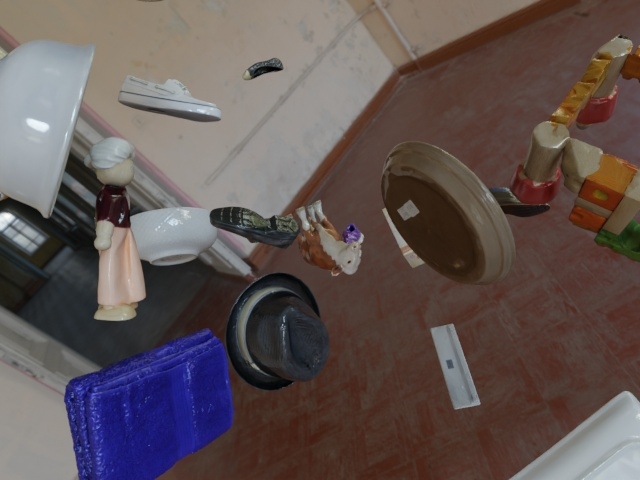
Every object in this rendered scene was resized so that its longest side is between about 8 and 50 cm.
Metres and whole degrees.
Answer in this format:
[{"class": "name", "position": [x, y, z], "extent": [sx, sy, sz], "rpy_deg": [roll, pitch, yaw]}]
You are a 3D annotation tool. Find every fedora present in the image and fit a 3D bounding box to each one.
[{"class": "fedora", "position": [-0.078, 0.250, 1.135], "extent": [0.153, 0.334, 0.334], "rpy_deg": [10, 57, 48]}]

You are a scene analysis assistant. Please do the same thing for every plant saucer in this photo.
[{"class": "plant saucer", "position": [0.191, -0.033, 0.720], "extent": [0.041, 0.277, 0.278], "rpy_deg": [-36, 24, -13]}]

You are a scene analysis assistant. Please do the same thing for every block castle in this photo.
[{"class": "block castle", "position": [0.586, -0.107, 0.714], "extent": [0.454, 0.212, 0.303], "rpy_deg": [33, 76, 27]}]

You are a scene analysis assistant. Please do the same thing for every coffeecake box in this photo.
[{"class": "coffeecake box", "position": [0.289, -0.018, 1.480], "extent": [0.068, 0.142, 0.185], "rpy_deg": [-27, 61, 13]}]

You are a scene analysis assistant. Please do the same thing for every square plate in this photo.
[{"class": "square plate", "position": [0.448, 0.464, 0.638], "extent": [0.348, 0.343, 0.049], "rpy_deg": [-31, -11, -10]}]

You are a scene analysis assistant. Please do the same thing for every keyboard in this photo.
[{"class": "keyboard", "position": [0.385, 0.357, 1.270], "extent": [0.072, 0.014, 0.255], "rpy_deg": [-18, 45, 12]}]

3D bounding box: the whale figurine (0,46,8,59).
[{"class": "whale figurine", "position": [-0.641, -0.307, 0.727], "extent": [0.217, 0.271, 0.141], "rpy_deg": [-4, 41, 34]}]

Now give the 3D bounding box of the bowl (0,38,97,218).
[{"class": "bowl", "position": [-0.463, -0.194, 0.695], "extent": [0.298, 0.134, 0.297], "rpy_deg": [-30, 52, 49]}]

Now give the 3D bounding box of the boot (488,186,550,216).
[{"class": "boot", "position": [0.644, -0.138, 1.460], "extent": [0.220, 0.082, 0.106], "rpy_deg": [-2, 59, 36]}]

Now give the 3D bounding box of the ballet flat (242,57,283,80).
[{"class": "ballet flat", "position": [-0.219, -0.651, 1.674], "extent": [0.173, 0.049, 0.057], "rpy_deg": [-31, -10, -20]}]

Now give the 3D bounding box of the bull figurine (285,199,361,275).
[{"class": "bull figurine", "position": [0.000, 0.000, 1.104], "extent": [0.101, 0.188, 0.310], "rpy_deg": [-24, 3, -17]}]

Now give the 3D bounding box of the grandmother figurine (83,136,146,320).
[{"class": "grandmother figurine", "position": [-0.401, -0.029, 0.861], "extent": [0.208, 0.104, 0.341], "rpy_deg": [16, 106, 60]}]

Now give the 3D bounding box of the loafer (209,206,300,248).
[{"class": "loafer", "position": [-0.127, -0.018, 0.826], "extent": [0.062, 0.170, 0.061], "rpy_deg": [-95, 24, -48]}]

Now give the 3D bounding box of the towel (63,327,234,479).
[{"class": "towel", "position": [-0.288, 0.310, 0.809], "extent": [0.076, 0.227, 0.308], "rpy_deg": [-11, 0, 34]}]

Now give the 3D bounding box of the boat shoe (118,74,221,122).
[{"class": "boat shoe", "position": [-0.369, -0.357, 1.086], "extent": [0.095, 0.259, 0.084], "rpy_deg": [-179, 100, -87]}]

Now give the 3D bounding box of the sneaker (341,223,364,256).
[{"class": "sneaker", "position": [0.085, 0.010, 1.348], "extent": [0.069, 0.071, 0.169], "rpy_deg": [-19, 30, 23]}]

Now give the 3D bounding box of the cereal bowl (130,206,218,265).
[{"class": "cereal bowl", "position": [-0.524, 0.002, 1.548], "extent": [0.339, 0.339, 0.141], "rpy_deg": [-22, 76, 39]}]

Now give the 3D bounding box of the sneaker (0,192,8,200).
[{"class": "sneaker", "position": [-0.841, -0.208, 0.990], "extent": [0.131, 0.296, 0.112], "rpy_deg": [-21, 32, -13]}]
